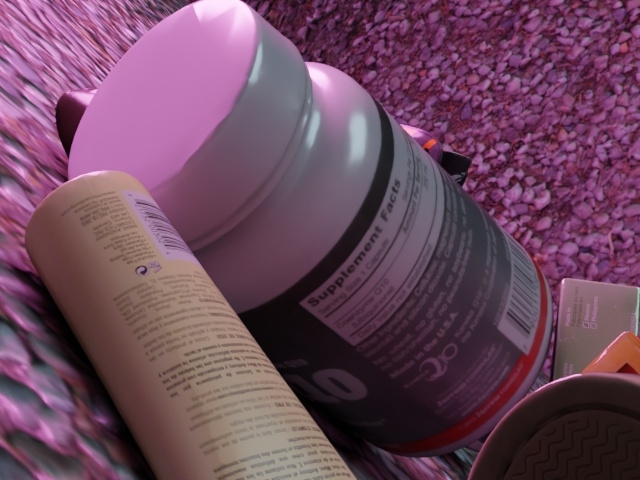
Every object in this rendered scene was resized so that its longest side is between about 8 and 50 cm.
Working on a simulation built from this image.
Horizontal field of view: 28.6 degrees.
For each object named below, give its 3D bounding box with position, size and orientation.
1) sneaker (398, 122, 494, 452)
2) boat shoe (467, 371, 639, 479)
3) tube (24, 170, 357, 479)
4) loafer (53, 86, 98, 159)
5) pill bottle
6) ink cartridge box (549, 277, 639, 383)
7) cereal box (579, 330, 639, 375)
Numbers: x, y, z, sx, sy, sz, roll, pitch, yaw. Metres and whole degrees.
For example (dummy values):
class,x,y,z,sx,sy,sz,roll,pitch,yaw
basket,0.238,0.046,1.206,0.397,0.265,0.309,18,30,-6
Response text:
class,x,y,z,sx,sy,sz,roll,pitch,yaw
sneaker,0.080,0.014,1.047,0.321,0.180,0.124,48,7,23
boat shoe,0.169,0.146,0.308,0.302,0.113,0.103,49,17,26
tube,-0.045,0.069,0.500,0.240,0.070,0.062,50,-11,33
loafer,-0.093,-0.053,0.829,0.078,0.080,0.220,49,8,30
pill bottle,0.000,0.000,0.731,0.283,0.161,0.161,40,8,-38
ink cartridge box,0.173,0.156,0.827,0.056,0.171,0.235,5,-31,10
cereal box,0.161,0.168,0.651,0.240,0.173,0.047,40,7,-40
